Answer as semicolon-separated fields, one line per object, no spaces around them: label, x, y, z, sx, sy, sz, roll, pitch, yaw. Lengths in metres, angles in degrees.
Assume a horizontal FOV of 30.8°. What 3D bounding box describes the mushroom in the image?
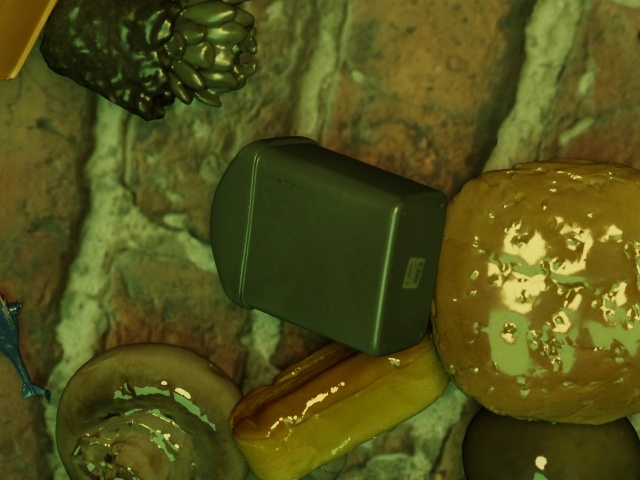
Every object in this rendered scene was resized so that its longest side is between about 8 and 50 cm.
mushroom;-0.186;0.221;1.282;0.227;0.178;0.226;4;107;13

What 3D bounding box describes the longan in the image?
longan;0.242;0.233;1.225;0.189;0.189;0.189;3;115;7

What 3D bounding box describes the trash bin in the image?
trash bin;0.000;0.000;1.135;0.236;0.101;0.176;22;110;38

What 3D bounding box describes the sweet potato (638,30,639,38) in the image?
sweet potato;0.378;-0.113;1.103;0.226;0.068;0.068;44;113;-11

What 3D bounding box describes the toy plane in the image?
toy plane;-0.357;0.117;1.334;0.062;0.054;0.167;-24;110;-9

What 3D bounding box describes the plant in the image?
plant;-0.161;-0.189;1.113;0.195;0.132;0.129;15;119;7

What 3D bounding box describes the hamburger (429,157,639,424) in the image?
hamburger;0.246;0.050;1.125;0.283;0.144;0.259;-6;88;0

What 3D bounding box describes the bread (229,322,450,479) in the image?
bread;0.020;0.160;1.229;0.246;0.102;0.094;-28;117;-8

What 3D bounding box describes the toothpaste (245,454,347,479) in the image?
toothpaste;-0.045;0.276;1.355;0.282;0.068;0.099;-44;74;30

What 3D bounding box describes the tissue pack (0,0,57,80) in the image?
tissue pack;-0.368;-0.296;1.038;0.274;0.145;0.194;43;118;16
